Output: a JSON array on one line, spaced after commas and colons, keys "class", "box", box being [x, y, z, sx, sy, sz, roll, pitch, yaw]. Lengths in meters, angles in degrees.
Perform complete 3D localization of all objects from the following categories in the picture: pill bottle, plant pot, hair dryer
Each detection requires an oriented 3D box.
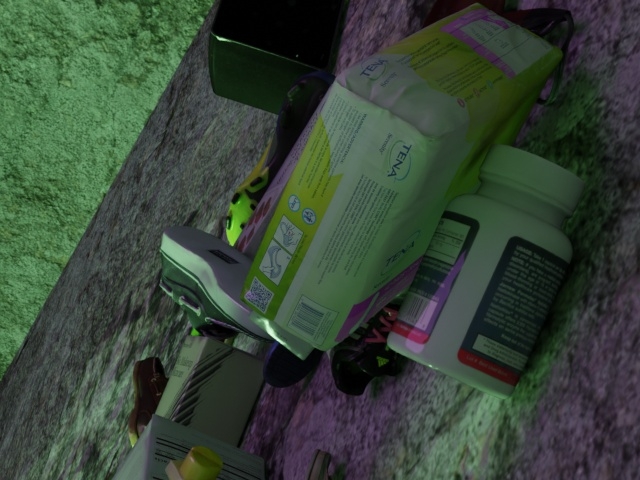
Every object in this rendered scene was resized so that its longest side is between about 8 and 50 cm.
[{"class": "pill bottle", "box": [0.135, 0.023, 0.983, 0.180, 0.108, 0.108, -65, 17, -2]}, {"class": "plant pot", "box": [-0.082, -0.308, 1.990, 0.167, 0.187, 0.188, 115, 169, -52]}, {"class": "hair dryer", "box": [0.177, -0.199, 1.271, 0.224, 0.080, 0.293, -35, 39, 34]}]

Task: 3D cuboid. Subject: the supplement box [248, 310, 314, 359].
[{"class": "supplement box", "box": [0.031, 0.000, 1.253, 0.130, 0.073, 0.239, -52, 1, 37]}]

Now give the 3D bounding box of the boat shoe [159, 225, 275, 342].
[{"class": "boat shoe", "box": [-0.125, 0.078, 1.610, 0.301, 0.108, 0.102, 32, 115, 48]}]

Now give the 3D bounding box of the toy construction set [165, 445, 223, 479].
[{"class": "toy construction set", "box": [-0.026, 0.306, 0.885, 0.151, 0.215, 0.327, -54, 20, 34]}]

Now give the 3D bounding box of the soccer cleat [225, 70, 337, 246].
[{"class": "soccer cleat", "box": [-0.041, -0.105, 1.763, 0.289, 0.093, 0.121, -63, -14, 22]}]

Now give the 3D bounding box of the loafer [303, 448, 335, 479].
[{"class": "loafer", "box": [-0.002, 0.260, 1.196, 0.045, 0.039, 0.125, 82, -160, -53]}]

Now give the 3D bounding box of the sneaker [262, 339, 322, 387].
[{"class": "sneaker", "box": [-0.022, 0.103, 1.433, 0.144, 0.053, 0.059, -59, 19, -12]}]

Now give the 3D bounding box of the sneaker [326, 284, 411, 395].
[{"class": "sneaker", "box": [0.060, 0.090, 1.196, 0.170, 0.063, 0.074, -49, 30, 39]}]

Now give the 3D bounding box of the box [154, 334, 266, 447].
[{"class": "box", "box": [-0.166, 0.260, 1.570, 0.113, 0.094, 0.275, -11, 56, 69]}]

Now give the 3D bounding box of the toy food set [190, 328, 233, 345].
[{"class": "toy food set", "box": [-0.164, 0.154, 1.805, 0.132, 0.038, 0.192, -53, 21, 34]}]

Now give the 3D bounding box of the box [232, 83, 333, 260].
[{"class": "box", "box": [-0.036, -0.054, 1.669, 0.324, 0.067, 0.063, -58, 19, 25]}]

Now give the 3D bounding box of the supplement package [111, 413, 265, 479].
[{"class": "supplement package", "box": [-0.165, 0.342, 1.358, 0.194, 0.149, 0.203, -57, 19, 25]}]

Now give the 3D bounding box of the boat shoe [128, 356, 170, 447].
[{"class": "boat shoe", "box": [-0.240, 0.241, 1.879, 0.073, 0.073, 0.207, -22, 32, 7]}]

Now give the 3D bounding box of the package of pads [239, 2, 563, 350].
[{"class": "package of pads", "box": [0.077, -0.064, 1.043, 0.296, 0.101, 0.229, -36, -24, -54]}]
